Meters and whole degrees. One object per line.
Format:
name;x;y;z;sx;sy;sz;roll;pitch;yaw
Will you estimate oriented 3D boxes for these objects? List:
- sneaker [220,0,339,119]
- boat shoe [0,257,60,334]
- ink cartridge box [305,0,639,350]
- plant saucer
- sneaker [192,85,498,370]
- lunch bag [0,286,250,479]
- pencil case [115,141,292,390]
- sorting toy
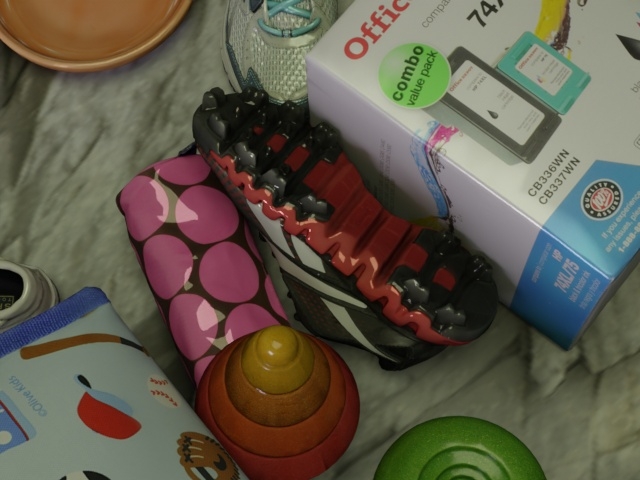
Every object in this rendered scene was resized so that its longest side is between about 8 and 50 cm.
sneaker;-0.036;-0.239;1.048;0.110;0.122;0.283;-2;71;2
boat shoe;-0.347;0.051;0.981;0.267;0.088;0.096;2;72;3
ink cartridge box;0.152;-0.091;0.952;0.270;0.197;0.198;37;76;14
plant saucer;-0.204;-0.236;1.099;0.200;0.037;0.200;-1;72;2
sneaker;0.000;0.000;0.953;0.276;0.135;0.097;40;47;2
lunch bag;-0.210;0.260;0.769;0.385;0.239;0.328;-29;68;-34
pencil case;-0.083;0.032;0.981;0.098;0.095;0.209;-15;72;-28
sorting toy;0.078;0.147;0.820;0.365;0.126;0.127;27;64;13
